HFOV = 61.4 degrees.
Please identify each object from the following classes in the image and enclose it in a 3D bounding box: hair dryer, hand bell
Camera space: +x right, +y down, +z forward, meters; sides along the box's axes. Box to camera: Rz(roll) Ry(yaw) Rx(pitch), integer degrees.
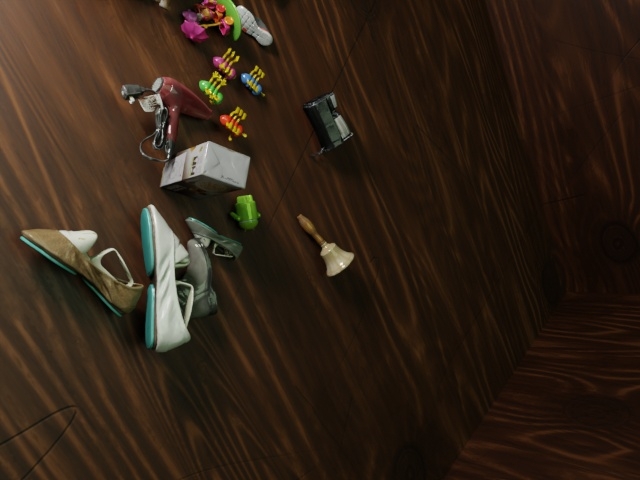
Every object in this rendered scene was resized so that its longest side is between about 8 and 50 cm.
[{"bbox_3d":[-0.433,-0.357,1.555,0.293,0.080,0.224,-33,114,-46],"label":"hair dryer"},{"bbox_3d":[0.000,0.000,1.942,0.242,0.126,0.126,50,56,-14],"label":"hand bell"}]

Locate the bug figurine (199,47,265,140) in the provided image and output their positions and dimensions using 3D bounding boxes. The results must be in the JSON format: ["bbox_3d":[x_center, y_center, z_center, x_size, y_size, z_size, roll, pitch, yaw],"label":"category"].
[{"bbox_3d":[-0.279,-0.465,1.701,0.216,0.072,0.279,45,50,-38],"label":"bug figurine"}]

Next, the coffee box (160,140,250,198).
[{"bbox_3d":[-0.331,-0.193,1.530,0.141,0.246,0.098,18,75,-41],"label":"coffee box"}]

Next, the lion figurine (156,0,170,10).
[{"bbox_3d":[-0.427,-0.767,1.443,0.142,0.392,0.240,23,103,-19],"label":"lion figurine"}]

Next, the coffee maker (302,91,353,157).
[{"bbox_3d":[0.012,-0.422,1.943,0.171,0.120,0.178,-44,116,-34],"label":"coffee maker"}]

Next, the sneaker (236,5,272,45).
[{"bbox_3d":[-0.223,-0.721,1.798,0.158,0.061,0.065,42,35,-34],"label":"sneaker"}]

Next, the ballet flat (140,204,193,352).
[{"bbox_3d":[-0.420,0.102,1.486,0.139,0.139,0.401,2,78,-42],"label":"ballet flat"}]

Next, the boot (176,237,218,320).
[{"bbox_3d":[-0.399,0.123,1.572,0.161,0.083,0.247,-12,92,-32],"label":"boot"}]

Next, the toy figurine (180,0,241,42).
[{"bbox_3d":[-0.354,-0.674,1.641,0.159,0.130,0.173,-30,86,-30],"label":"toy figurine"}]

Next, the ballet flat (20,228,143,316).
[{"bbox_3d":[-0.582,0.055,1.368,0.124,0.116,0.342,-50,123,-15],"label":"ballet flat"}]

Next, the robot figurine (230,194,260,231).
[{"bbox_3d":[-0.237,-0.086,1.733,0.101,0.067,0.115,-15,98,-50],"label":"robot figurine"}]

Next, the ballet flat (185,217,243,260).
[{"bbox_3d":[-0.328,0.003,1.644,0.213,0.072,0.068,32,72,-38],"label":"ballet flat"}]
